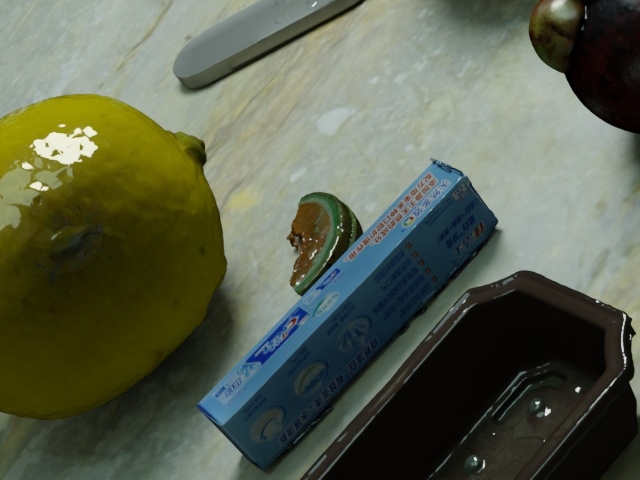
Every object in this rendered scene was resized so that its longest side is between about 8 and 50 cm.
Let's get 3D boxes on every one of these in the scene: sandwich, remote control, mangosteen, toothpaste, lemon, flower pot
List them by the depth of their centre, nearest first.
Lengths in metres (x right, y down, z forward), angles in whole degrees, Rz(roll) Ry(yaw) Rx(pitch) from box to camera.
[{"bbox_3d":[0.110,0.148,1.220,0.251,0.084,0.179,-47,33,-12],"label":"flower pot"},{"bbox_3d":[0.240,-0.177,1.365,0.200,0.200,0.200,-26,36,21],"label":"mangosteen"},{"bbox_3d":[0.023,0.057,1.425,0.272,0.066,0.053,-46,33,-8],"label":"toothpaste"},{"bbox_3d":[0.001,-0.002,1.547,0.067,0.029,0.135,-31,34,13],"label":"sandwich"},{"bbox_3d":[-0.220,0.015,1.552,0.284,0.260,0.260,-62,33,9],"label":"lemon"},{"bbox_3d":[-0.046,-0.224,1.856,0.245,0.022,0.077,-25,35,21],"label":"remote control"}]
